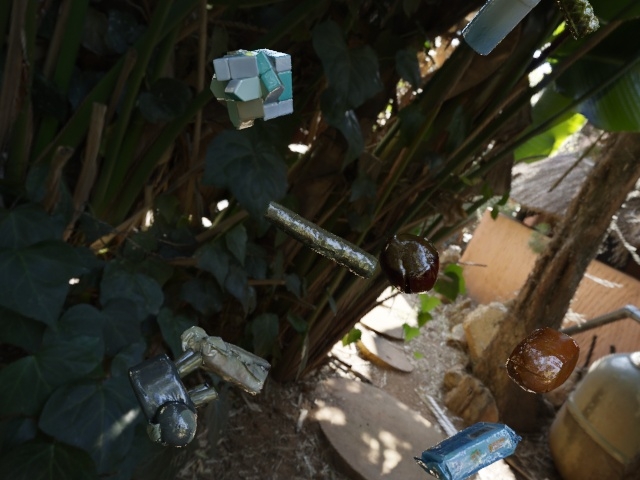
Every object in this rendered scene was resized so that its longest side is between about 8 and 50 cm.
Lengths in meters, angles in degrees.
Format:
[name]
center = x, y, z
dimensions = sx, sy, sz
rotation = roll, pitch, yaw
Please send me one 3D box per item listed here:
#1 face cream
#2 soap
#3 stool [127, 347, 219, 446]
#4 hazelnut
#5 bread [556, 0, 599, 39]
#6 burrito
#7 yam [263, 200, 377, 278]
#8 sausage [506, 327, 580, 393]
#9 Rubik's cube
[face cream]
center = 0.383, -0.475, 0.862
dimensions = 0.077, 0.250, 0.077
rotation = 16, 54, -24
[soap]
center = 0.433, 0.612, 1.325
dimensions = 0.292, 0.077, 0.156
rotation = -20, -10, -15
[stool]
center = -0.277, 0.308, 0.879
dimensions = 0.139, 0.154, 0.228
rotation = -24, 45, -26
[hazelnut]
center = 0.328, 0.082, 1.646
dimensions = 0.217, 0.218, 0.234
rotation = 4, 44, -51
[bread]
center = 0.912, -0.867, 1.642
dimensions = 0.270, 0.087, 0.098
rotation = 61, 19, -8
[burrito]
center = -0.228, 0.332, 1.214
dimensions = 0.175, 0.107, 0.348
rotation = 29, -13, 43
[yam]
center = 0.000, 0.000, 0.972
dimensions = 0.273, 0.061, 0.061
rotation = 29, 14, -17
[sausage]
center = 0.669, 0.360, 1.360
dimensions = 0.267, 0.153, 0.141
rotation = -14, 27, -40
[Rubik's cube]
center = -0.212, -0.464, 1.390
dimensions = 0.212, 0.225, 0.265
rotation = -26, 39, -35
